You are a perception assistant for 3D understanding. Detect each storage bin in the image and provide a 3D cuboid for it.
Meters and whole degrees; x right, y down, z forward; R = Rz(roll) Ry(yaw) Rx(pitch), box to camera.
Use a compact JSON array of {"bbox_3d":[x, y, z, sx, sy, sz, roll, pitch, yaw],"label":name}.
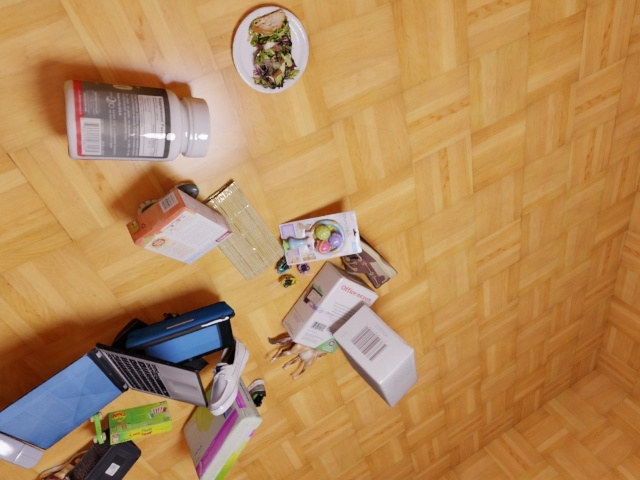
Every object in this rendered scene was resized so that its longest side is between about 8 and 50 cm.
[{"bbox_3d":[-0.683,0.713,1.445,0.180,0.084,0.122,-52,133,-23],"label":"storage bin"}]

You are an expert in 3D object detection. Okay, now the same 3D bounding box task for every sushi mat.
[{"bbox_3d":[-0.233,-0.018,1.335,0.151,0.019,0.316,-36,130,-5],"label":"sushi mat"}]

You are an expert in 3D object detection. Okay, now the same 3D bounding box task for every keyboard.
[{"bbox_3d":[-0.465,0.326,1.408,0.201,0.033,0.317,-41,131,-1],"label":"keyboard"}]

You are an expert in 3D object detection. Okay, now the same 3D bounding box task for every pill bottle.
[{"bbox_3d":[-0.400,-0.256,0.999,0.283,0.161,0.161,-4,120,-29],"label":"pill bottle"}]

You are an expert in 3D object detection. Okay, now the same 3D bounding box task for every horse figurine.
[{"bbox_3d":[-0.082,0.413,1.661,0.174,0.066,0.263,-36,133,1],"label":"horse figurine"}]

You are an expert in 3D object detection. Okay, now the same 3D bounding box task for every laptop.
[{"bbox_3d":[-0.544,0.457,1.209,0.408,0.236,0.382,14,147,0],"label":"laptop"}]

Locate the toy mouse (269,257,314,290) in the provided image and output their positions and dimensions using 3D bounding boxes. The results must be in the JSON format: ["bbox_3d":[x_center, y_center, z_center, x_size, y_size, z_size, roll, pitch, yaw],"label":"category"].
[{"bbox_3d":[-0.089,0.086,1.475,0.161,0.031,0.143,-5,121,-28],"label":"toy mouse"}]

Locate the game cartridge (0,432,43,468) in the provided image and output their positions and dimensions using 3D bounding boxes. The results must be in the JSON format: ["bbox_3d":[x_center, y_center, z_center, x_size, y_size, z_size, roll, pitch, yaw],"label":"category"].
[{"bbox_3d":[-0.869,0.495,1.151,0.297,0.198,0.062,43,56,-27],"label":"game cartridge"}]

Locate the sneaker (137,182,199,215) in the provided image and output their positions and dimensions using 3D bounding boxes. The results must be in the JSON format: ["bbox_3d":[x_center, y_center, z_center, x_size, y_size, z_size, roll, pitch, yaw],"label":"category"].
[{"bbox_3d":[-0.384,-0.088,1.167,0.166,0.076,0.065,-31,130,-10],"label":"sneaker"}]

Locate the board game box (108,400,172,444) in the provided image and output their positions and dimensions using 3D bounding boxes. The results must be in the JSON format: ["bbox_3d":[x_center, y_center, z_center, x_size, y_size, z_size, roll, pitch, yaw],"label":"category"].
[{"bbox_3d":[-0.581,0.584,1.459,0.181,0.092,0.043,-3,119,-28],"label":"board game box"}]

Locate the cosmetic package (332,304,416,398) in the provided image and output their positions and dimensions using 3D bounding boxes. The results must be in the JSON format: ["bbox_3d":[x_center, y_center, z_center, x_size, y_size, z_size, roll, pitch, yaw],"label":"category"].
[{"bbox_3d":[0.213,0.432,1.642,0.161,0.230,0.453,-42,151,-11],"label":"cosmetic package"}]

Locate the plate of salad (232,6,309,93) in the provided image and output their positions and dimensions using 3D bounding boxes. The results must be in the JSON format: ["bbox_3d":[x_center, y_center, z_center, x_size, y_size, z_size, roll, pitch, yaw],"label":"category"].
[{"bbox_3d":[-0.115,-0.461,1.110,0.200,0.048,0.200,-15,125,-23],"label":"plate of salad"}]

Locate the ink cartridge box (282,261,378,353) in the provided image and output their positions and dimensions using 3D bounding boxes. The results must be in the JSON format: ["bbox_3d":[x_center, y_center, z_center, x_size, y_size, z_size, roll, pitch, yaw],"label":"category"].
[{"bbox_3d":[0.034,0.238,1.584,0.201,0.117,0.278,29,102,-39],"label":"ink cartridge box"}]

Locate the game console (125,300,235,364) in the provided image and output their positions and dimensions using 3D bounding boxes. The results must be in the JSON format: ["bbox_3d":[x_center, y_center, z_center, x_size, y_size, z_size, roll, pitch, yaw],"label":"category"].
[{"bbox_3d":[-0.387,0.303,1.313,0.293,0.250,0.173,-18,98,-20],"label":"game console"}]

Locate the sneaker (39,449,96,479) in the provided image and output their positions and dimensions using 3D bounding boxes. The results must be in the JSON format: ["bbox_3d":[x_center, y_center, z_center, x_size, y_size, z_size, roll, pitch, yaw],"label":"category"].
[{"bbox_3d":[-0.796,0.746,1.441,0.185,0.084,0.069,-27,128,-13],"label":"sneaker"}]

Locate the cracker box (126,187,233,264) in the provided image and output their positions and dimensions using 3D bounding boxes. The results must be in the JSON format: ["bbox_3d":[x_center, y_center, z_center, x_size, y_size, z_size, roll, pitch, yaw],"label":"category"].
[{"bbox_3d":[-0.349,-0.028,1.156,0.156,0.067,0.232,-35,157,6],"label":"cracker box"}]

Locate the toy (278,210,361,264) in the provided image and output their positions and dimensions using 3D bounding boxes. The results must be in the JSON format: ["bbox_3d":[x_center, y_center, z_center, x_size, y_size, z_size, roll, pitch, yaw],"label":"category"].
[{"bbox_3d":[0.000,0.000,1.387,0.237,0.056,0.137,-10,107,5],"label":"toy"}]

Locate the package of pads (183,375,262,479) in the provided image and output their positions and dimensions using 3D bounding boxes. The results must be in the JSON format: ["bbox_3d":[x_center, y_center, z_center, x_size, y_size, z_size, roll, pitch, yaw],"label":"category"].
[{"bbox_3d":[-0.341,0.628,1.537,0.101,0.229,0.296,24,104,-41],"label":"package of pads"}]

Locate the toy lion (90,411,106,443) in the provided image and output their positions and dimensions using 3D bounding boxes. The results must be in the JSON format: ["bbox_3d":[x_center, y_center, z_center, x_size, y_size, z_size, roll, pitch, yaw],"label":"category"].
[{"bbox_3d":[-0.688,0.581,1.408,0.034,0.096,0.100,-10,83,-25],"label":"toy lion"}]

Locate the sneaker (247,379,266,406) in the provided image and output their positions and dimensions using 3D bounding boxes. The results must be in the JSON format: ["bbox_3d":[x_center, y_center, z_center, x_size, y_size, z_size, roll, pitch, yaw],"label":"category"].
[{"bbox_3d":[-0.258,0.593,1.663,0.170,0.075,0.063,-49,130,6],"label":"sneaker"}]

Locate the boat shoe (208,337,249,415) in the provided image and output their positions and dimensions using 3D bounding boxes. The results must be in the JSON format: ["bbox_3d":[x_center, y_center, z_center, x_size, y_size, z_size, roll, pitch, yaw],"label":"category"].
[{"bbox_3d":[-0.307,0.425,1.443,0.095,0.258,0.084,-18,122,19],"label":"boat shoe"}]

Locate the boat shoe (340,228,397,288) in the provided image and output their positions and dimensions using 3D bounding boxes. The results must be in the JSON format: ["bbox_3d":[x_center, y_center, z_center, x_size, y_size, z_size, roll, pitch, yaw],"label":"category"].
[{"bbox_3d":[0.132,0.065,1.537,0.123,0.123,0.342,-46,134,5],"label":"boat shoe"}]
